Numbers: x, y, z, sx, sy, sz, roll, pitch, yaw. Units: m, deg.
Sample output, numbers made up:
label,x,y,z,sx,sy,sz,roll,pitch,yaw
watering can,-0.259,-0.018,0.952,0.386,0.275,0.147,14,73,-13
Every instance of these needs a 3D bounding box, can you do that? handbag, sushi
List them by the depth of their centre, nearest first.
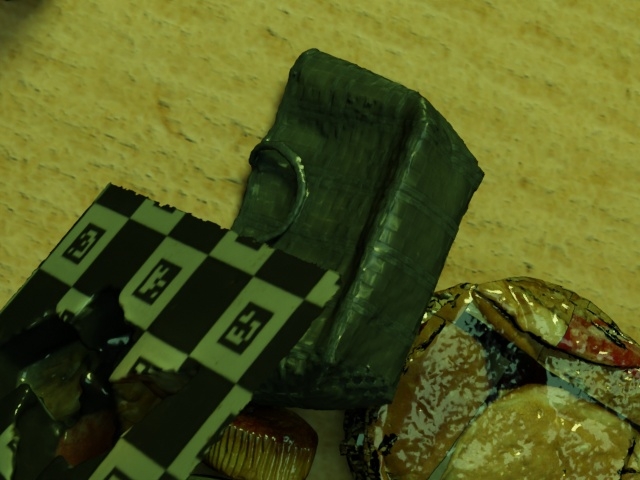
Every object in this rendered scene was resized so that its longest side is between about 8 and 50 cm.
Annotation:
label,x,y,z,sx,sy,sz,roll,pitch,yaw
sushi,-0.160,0.143,1.102,0.359,0.343,0.064,-50,120,-11
handbag,0.000,0.000,1.217,0.089,0.175,0.270,33,77,-50

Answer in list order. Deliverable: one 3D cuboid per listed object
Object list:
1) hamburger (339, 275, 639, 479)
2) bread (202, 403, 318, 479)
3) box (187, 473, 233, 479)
label,x,y,z,sx,sy,sz,roll,pitch,yaw
hamburger,0.131,0.137,1.244,0.231,0.107,0.231,0,89,-11
bread,-0.042,0.140,1.224,0.085,0.085,0.053,13,91,-8
box,-0.084,0.273,1.171,0.226,0.149,0.226,1,85,-9
